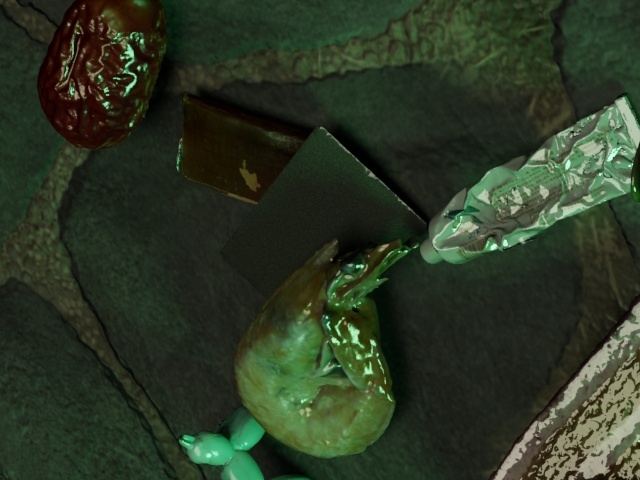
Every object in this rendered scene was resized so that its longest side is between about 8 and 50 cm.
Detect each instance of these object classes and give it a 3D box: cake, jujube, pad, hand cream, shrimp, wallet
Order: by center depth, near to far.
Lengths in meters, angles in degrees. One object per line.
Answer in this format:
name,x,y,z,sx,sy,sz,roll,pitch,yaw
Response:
cake,0.250,0.164,1.714,0.116,0.113,0.295,43,124,16
hand cream,0.178,-0.038,1.721,0.257,0.050,0.084,-27,87,40
pad,0.000,0.000,1.886,0.143,0.003,0.211,43,133,3
shrimp,0.019,0.104,1.889,0.168,0.077,0.317,40,136,2
wallet,-0.060,-0.079,1.907,0.176,0.026,0.095,17,119,28
jujube,-0.211,-0.173,1.936,0.112,0.109,0.176,21,124,-9

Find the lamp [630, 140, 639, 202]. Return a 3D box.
lamp,0.367,-0.044,1.458,0.250,0.284,0.250,-10,64,22

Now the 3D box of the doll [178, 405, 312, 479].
doll,-0.082,0.253,1.980,0.059,0.158,0.159,-35,79,43
